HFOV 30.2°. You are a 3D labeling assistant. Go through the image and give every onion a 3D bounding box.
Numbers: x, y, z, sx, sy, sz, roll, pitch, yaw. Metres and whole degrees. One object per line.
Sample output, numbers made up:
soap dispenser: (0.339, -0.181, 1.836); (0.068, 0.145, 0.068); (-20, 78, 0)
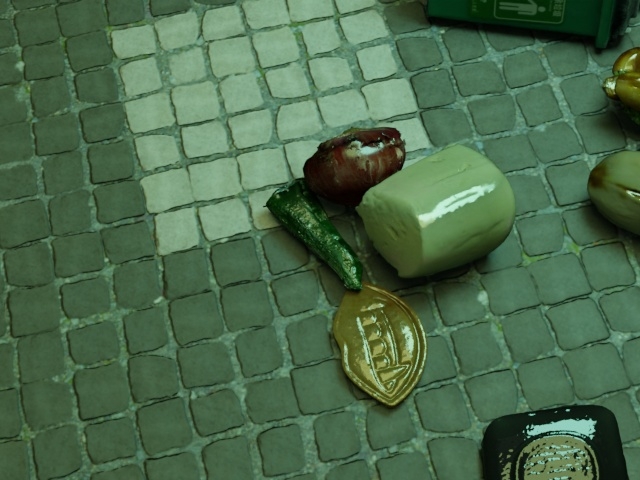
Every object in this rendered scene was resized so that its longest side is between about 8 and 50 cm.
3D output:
onion: (0.066, -0.113, 1.943); (0.184, 0.184, 0.147); (-27, 95, -13)

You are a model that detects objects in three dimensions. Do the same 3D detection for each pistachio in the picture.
pistachio: (0.537, -0.070, 1.911); (0.215, 0.144, 0.144); (20, 63, 22)

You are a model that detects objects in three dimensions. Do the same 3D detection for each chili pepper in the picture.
chili pepper: (0.000, 0.000, 1.929); (0.088, 0.059, 0.227); (-30, 62, -14)

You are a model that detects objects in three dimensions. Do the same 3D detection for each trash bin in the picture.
trash bin: (0.378, -0.526, 2.108); (0.381, 0.259, 0.295); (4, 61, 7)

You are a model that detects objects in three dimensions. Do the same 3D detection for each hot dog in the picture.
hot dog: (0.631, -0.240, 2.007); (0.337, 0.100, 0.135); (11, 52, -9)

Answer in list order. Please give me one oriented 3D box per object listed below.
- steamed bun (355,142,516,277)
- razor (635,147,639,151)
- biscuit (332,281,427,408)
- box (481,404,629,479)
steamed bun: (0.183, -0.033, 1.889); (0.226, 0.170, 0.200); (-21, 33, -19)
razor: (0.574, -0.221, 2.053); (0.066, 0.033, 0.190); (12, 61, 8)
biscuit: (0.095, 0.158, 1.859); (0.142, 0.029, 0.220); (-11, 61, -4)
box: (0.345, 0.339, 1.742); (0.213, 0.042, 0.201); (-6, 63, 0)
